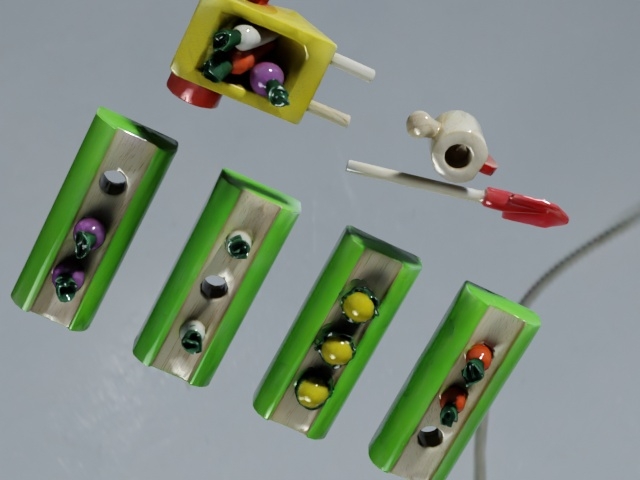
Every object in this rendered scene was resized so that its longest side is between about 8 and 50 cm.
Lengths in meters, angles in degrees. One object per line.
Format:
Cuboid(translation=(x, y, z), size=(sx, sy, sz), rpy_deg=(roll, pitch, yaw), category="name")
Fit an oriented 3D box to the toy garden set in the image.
Cuboid(translation=(0.000, 0.000, 0.806), size=(0.244, 0.049, 0.204), rpy_deg=(25, 110, -11), category="toy garden set")
